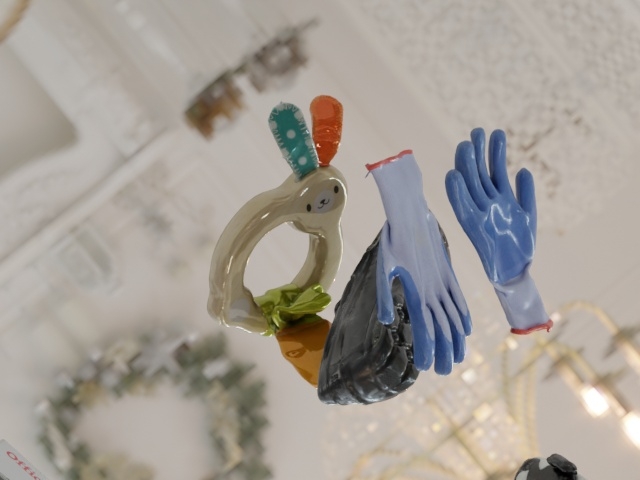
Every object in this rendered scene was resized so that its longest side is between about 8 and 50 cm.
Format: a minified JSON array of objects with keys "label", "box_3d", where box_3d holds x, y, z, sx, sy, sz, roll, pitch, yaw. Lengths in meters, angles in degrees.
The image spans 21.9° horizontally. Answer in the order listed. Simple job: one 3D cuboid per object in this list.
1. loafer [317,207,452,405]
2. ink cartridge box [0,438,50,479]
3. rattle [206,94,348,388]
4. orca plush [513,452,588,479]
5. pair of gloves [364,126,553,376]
[{"label":"loafer","box_3d":[0.046,0.044,1.259,0.078,0.076,0.223,-23,-155,28]},{"label":"ink cartridge box","box_3d":[-0.232,0.212,1.171,0.063,0.109,0.150,-50,176,13]},{"label":"rattle","box_3d":[0.000,0.000,1.296,0.200,0.130,0.143,-62,-150,10]},{"label":"orca plush","box_3d":[0.286,0.328,1.751,0.102,0.287,0.151,-45,138,-12]},{"label":"pair of gloves","box_3d":[0.100,0.005,1.158,0.023,0.159,0.198,-16,180,43]}]
